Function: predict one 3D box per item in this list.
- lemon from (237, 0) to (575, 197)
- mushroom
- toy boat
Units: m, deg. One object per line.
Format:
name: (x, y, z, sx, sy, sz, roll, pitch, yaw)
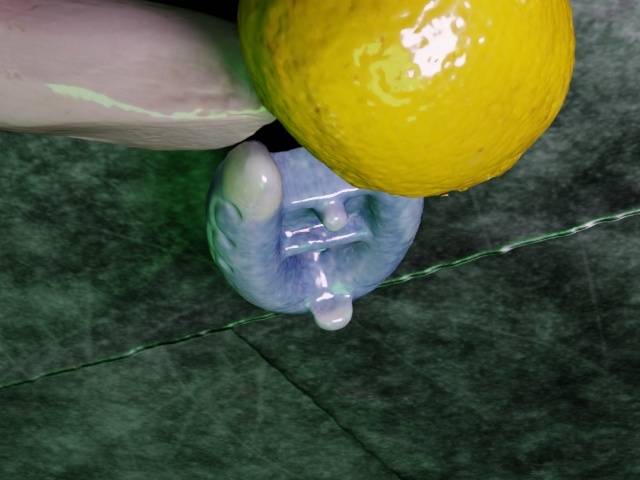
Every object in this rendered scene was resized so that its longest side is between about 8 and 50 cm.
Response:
lemon: (0.071, -0.158, 0.986, 0.245, 0.245, 0.320, -17, 146, 26)
mushroom: (-0.232, -0.155, 1.113, 0.408, 0.137, 0.154, 10, -174, -2)
toy boat: (0.000, 0.000, 1.252, 0.215, 0.123, 0.330, -14, 160, -12)
